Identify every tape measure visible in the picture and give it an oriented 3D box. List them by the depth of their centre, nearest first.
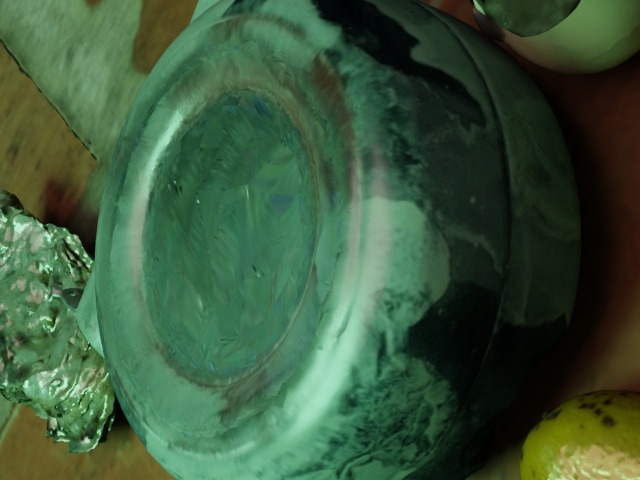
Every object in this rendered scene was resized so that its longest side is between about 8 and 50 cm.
[{"bbox_3d":[0.000,0.000,0.775,0.275,0.147,0.256,43,117,44],"label":"tape measure"}]

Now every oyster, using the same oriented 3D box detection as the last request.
[{"bbox_3d":[-0.174,0.054,1.001,0.177,0.064,0.125,40,108,39],"label":"oyster"}]

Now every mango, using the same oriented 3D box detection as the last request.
[{"bbox_3d":[0.138,0.106,0.683,0.114,0.057,0.078,17,88,42],"label":"mango"}]

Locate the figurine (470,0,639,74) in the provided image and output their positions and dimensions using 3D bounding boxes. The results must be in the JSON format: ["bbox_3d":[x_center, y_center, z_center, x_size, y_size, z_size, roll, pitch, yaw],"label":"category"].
[{"bbox_3d":[0.039,-0.250,0.695,0.241,0.306,0.411,-39,66,15],"label":"figurine"}]
